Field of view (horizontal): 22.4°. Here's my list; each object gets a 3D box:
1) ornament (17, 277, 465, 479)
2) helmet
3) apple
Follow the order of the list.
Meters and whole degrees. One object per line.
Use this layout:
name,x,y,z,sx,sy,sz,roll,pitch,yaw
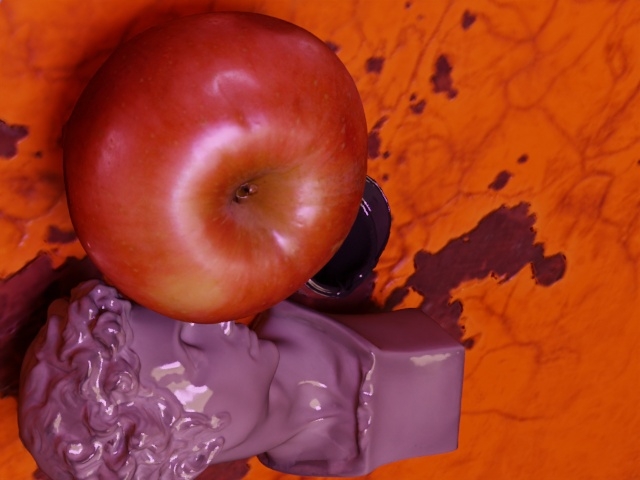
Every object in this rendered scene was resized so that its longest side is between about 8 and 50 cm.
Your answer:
ornament,-0.045,0.092,0.945,0.285,0.120,0.130,7,101,-39
helmet,0.000,-0.001,0.957,0.065,0.049,0.084,51,56,-16
apple,-0.055,-0.040,0.829,0.163,0.139,0.163,-10,117,-21
